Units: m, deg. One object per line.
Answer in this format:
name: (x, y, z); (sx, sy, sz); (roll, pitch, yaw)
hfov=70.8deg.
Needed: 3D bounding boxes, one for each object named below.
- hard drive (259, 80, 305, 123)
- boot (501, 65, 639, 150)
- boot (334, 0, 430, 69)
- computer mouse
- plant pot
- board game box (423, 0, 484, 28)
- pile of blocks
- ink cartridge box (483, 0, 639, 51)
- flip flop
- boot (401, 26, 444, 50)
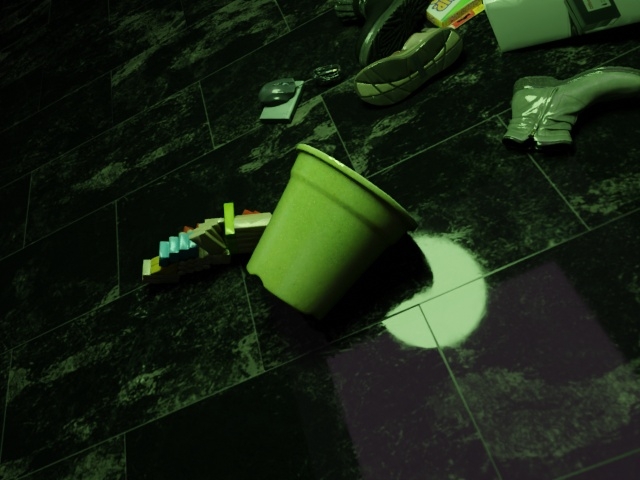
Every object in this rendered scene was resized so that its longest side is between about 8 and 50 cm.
hard drive: (-0.104, -0.384, 1.251); (0.094, 0.022, 0.135); (7, 65, 26)
boot: (0.501, -0.249, 0.902); (0.246, 0.083, 0.161); (3, 70, 30)
boot: (0.127, -0.608, 1.217); (0.260, 0.131, 0.348); (24, 75, 33)
computer mouse: (-0.061, -0.429, 1.219); (0.241, 0.041, 0.071); (-19, 56, 11)
plant pot: (0.000, 0.000, 0.866); (0.276, 0.276, 0.254); (34, 90, 34)
board game box: (0.323, -0.664, 1.229); (0.124, 0.039, 0.259); (-33, 58, 3)
pile of blocks: (-0.268, -0.012, 1.030); (0.361, 0.149, 0.113); (-19, 57, 12)
ink cartridge box: (0.578, -0.601, 0.949); (0.394, 0.166, 0.286); (2, 67, 37)
flip flop: (0.211, -0.428, 1.105); (0.277, 0.112, 0.080); (-31, 29, 7)
boot: (0.276, -0.502, 1.150); (0.118, 0.042, 0.087); (-47, 58, -7)
